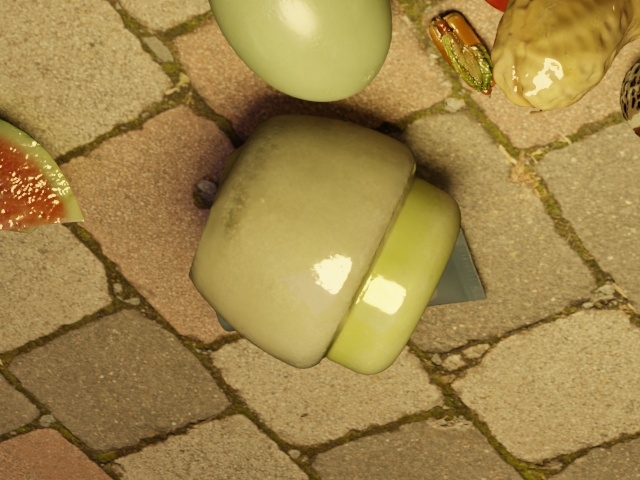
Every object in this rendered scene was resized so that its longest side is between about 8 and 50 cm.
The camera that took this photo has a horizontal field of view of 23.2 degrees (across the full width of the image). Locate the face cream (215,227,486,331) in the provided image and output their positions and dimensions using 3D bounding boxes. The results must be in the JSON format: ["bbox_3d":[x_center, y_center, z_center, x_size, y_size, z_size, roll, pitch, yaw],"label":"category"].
[{"bbox_3d":[0.035,0.067,2.237,0.385,0.086,0.135,-11,128,17],"label":"face cream"}]

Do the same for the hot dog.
[{"bbox_3d":[0.182,-0.230,1.952,0.056,0.041,0.133,-21,123,31],"label":"hot dog"}]

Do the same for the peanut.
[{"bbox_3d":[0.309,-0.267,1.733,0.149,0.313,0.149,43,156,24],"label":"peanut"}]

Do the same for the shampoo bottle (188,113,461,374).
[{"bbox_3d":[0.000,0.000,2.020,0.317,0.322,0.322,29,133,-1],"label":"shampoo bottle"}]

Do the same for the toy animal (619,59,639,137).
[{"bbox_3d":[0.408,-0.182,1.900,0.098,0.098,0.137,-6,129,20],"label":"toy animal"}]

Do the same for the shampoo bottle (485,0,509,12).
[{"bbox_3d":[0.248,-0.391,1.746,0.104,0.104,0.278,12,134,4],"label":"shampoo bottle"}]

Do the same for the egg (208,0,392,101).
[{"bbox_3d":[-0.025,-0.290,1.844,0.203,0.203,0.283,-20,122,30],"label":"egg"}]

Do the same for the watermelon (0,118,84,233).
[{"bbox_3d":[-0.471,-0.072,2.195,0.260,0.176,0.256,-1,143,-14],"label":"watermelon"}]
